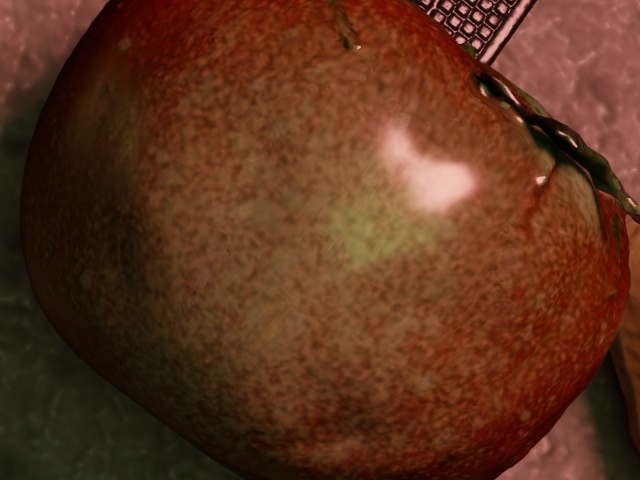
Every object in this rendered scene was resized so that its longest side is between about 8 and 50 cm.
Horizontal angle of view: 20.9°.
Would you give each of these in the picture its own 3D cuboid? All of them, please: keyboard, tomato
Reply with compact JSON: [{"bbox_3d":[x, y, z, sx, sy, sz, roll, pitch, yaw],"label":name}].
[{"bbox_3d":[0.109,-0.167,0.998,0.061,0.013,0.204,38,79,-10],"label":"keyboard"},{"bbox_3d":[0.000,0.000,0.845,0.303,0.303,0.239,39,94,-9],"label":"tomato"}]

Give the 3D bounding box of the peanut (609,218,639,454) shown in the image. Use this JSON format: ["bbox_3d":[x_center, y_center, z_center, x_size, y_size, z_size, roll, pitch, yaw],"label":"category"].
[{"bbox_3d":[0.211,0.077,0.974,0.093,0.083,0.194,-19,91,-13],"label":"peanut"}]
